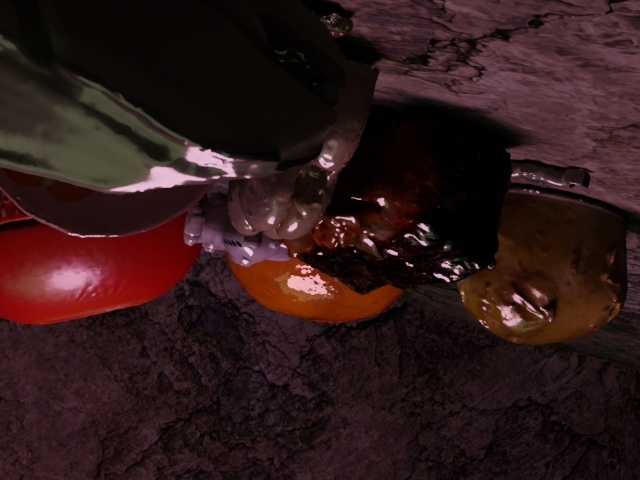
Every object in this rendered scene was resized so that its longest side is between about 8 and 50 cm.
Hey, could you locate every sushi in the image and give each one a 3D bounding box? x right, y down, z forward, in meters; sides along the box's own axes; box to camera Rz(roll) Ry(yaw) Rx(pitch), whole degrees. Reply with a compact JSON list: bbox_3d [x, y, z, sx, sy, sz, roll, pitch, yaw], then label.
[{"bbox_3d":[0.072,-0.054,1.529,0.182,0.196,0.343,38,158,-25],"label":"sushi"}]

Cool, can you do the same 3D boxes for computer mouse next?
[{"bbox_3d":[-0.189,-0.166,0.913,0.429,0.228,0.145,15,132,0],"label":"computer mouse"}]

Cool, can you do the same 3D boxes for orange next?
[{"bbox_3d":[0.000,0.000,1.883,0.284,0.226,0.284,11,170,2],"label":"orange"}]

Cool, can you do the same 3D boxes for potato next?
[{"bbox_3d":[0.284,0.045,1.794,0.247,0.196,0.299,15,175,6],"label":"potato"}]

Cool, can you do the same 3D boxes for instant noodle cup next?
[{"bbox_3d":[-0.223,-0.134,1.225,0.243,0.242,0.231,17,180,-24],"label":"instant noodle cup"}]

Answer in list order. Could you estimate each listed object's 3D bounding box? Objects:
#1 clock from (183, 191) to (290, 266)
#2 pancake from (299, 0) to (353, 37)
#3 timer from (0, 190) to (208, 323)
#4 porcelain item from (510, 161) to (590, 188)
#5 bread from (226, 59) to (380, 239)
[{"bbox_3d":[-0.074,-0.010,1.667,0.117,0.080,0.176,18,-169,31],"label":"clock"},{"bbox_3d":[-0.042,-0.198,1.138,0.116,0.022,0.130,11,174,46],"label":"pancake"},{"bbox_3d":[-0.345,-0.031,1.870,0.378,0.279,0.378,-10,176,-1],"label":"timer"},{"bbox_3d":[0.255,-0.074,1.559,0.136,0.021,0.075,11,173,26],"label":"porcelain item"},{"bbox_3d":[-0.030,-0.091,1.366,0.102,0.183,0.337,13,176,-12],"label":"bread"}]
